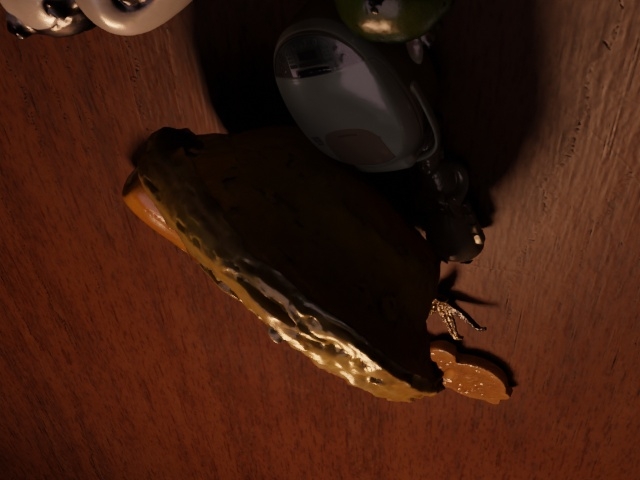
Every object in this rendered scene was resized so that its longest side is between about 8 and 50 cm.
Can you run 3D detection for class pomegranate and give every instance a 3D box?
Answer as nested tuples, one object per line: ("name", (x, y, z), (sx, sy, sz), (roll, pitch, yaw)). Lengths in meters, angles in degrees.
("pomegranate", (0.075, -0.230, 1.056), (0.122, 0.122, 0.161), (5, 153, 29))

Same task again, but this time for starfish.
("starfish", (0.165, 0.091, 1.540), (0.133, 0.041, 0.130), (12, 156, 9))

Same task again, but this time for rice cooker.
("rice cooker", (0.042, -0.164, 1.169), (0.145, 0.127, 0.206), (-3, 143, 39))

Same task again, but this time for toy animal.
("toy animal", (-0.213, -0.297, 1.104), (0.235, 0.165, 0.187), (4, 126, 35))

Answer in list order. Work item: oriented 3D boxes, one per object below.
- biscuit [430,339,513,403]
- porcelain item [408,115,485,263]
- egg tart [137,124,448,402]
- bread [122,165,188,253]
("biscuit", (0.195, 0.188, 1.681), (0.184, 0.027, 0.133), (11, 145, 19))
("porcelain item", (0.140, -0.059, 1.324), (0.084, 0.054, 0.213), (7, 144, 24))
("egg tart", (0.000, 0.000, 1.295), (0.443, 0.178, 0.443), (41, -174, -6))
("bread", (-0.172, -0.016, 1.587), (0.239, 0.074, 0.092), (39, 141, -22))
